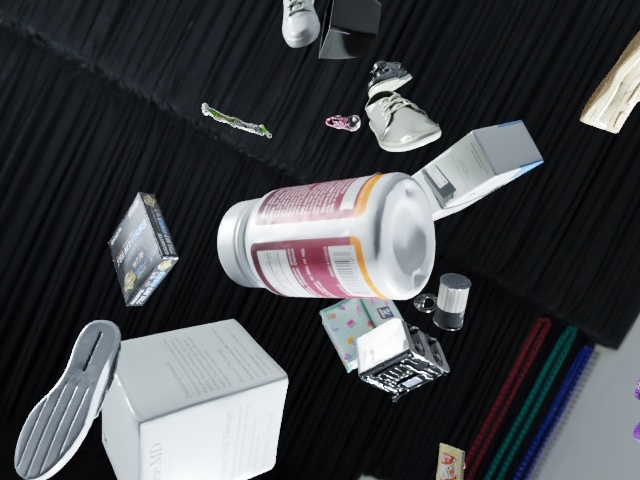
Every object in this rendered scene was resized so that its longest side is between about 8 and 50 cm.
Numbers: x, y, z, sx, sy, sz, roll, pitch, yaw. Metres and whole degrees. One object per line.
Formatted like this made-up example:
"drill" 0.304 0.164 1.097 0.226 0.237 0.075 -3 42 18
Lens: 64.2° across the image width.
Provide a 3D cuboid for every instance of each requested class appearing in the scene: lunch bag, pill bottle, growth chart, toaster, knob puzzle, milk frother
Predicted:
"lunch bag" 0.162 0.300 1.791 0.160 0.262 0.223 78 165 -61
"pill bottle" 0.000 0.000 0.992 0.392 0.224 0.224 -3 163 37
"growth chart" -0.262 -0.371 1.589 0.237 0.021 0.172 16 -162 -29
"toaster" 0.188 0.286 1.224 0.168 0.185 0.110 32 -145 -34
"knob puzzle" 0.376 0.692 1.454 0.029 0.213 0.213 10 -177 -5
"milk frother" 0.337 0.155 1.426 0.143 0.135 0.129 10 -153 13

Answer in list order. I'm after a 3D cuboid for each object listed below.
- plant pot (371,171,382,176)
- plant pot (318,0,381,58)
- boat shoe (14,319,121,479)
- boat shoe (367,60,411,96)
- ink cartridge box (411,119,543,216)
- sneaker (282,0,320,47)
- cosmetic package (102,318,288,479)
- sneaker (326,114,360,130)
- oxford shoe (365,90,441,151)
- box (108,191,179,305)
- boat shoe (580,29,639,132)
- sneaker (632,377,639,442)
"plant pot" 0.186 -0.020 1.436 0.254 0.237 0.237 42 -175 10
"plant pot" 0.101 -0.718 1.704 0.166 0.188 0.188 10 169 -10
"boat shoe" -0.508 0.340 1.089 0.121 0.335 0.119 17 151 8
"boat shoe" 0.254 -0.647 1.996 0.340 0.127 0.113 -36 -84 -49
"ink cartridge box" 0.490 -0.219 1.729 0.285 0.166 0.395 -19 169 -36
"sneaker" -0.078 -0.654 1.358 0.169 0.108 0.293 60 -162 -49
"cosmetic package" -0.352 0.460 1.389 0.393 0.330 0.327 -7 -153 -36
"sneaker" 0.066 -0.356 1.537 0.119 0.047 0.057 11 -167 44
"oxford shoe" 0.237 -0.379 1.583 0.449 0.169 0.130 -111 3 -64
"box" -0.639 0.033 1.816 0.073 0.295 0.293 4 -131 -48
"boat shoe" 0.727 -0.378 1.157 0.110 0.122 0.341 31 159 11
"sneaker" 0.664 0.317 1.000 0.104 0.095 0.237 30 141 26
